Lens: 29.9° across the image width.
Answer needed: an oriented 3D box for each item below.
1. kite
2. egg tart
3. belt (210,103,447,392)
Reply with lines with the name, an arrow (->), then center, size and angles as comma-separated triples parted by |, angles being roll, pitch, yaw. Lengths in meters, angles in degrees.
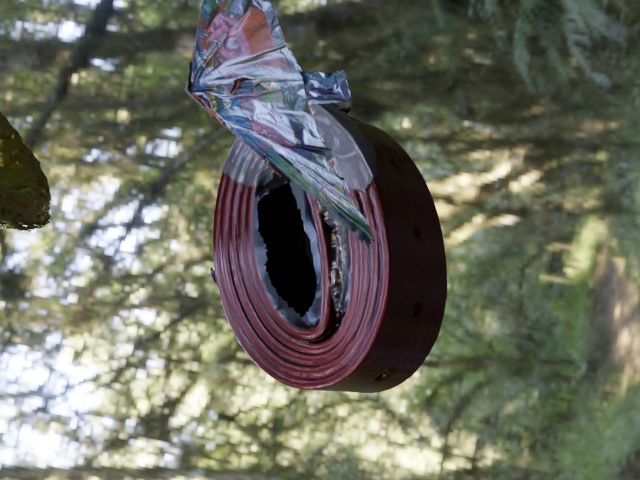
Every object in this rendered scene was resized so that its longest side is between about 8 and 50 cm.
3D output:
kite -> -0.052, -0.139, 1.011 | 0.016, 0.234, 0.321 | -34, -67, -30
egg tart -> -0.439, -0.107, 1.341 | 0.120, 0.315, 0.315 | -42, -5, 7
belt -> 0.000, 0.000, 1.237 | 0.115, 0.227, 0.324 | 15, -127, -52
